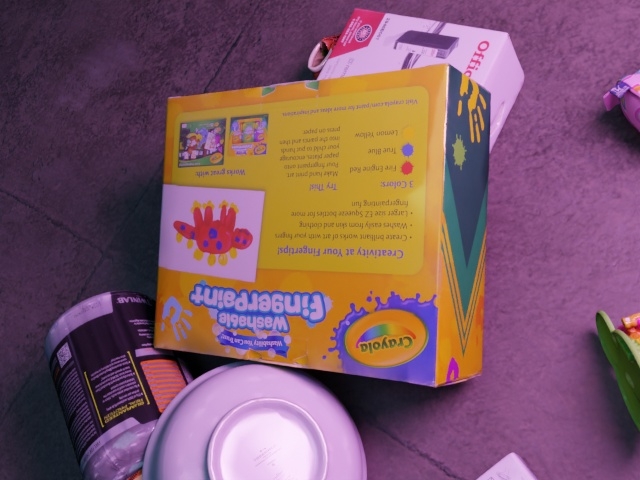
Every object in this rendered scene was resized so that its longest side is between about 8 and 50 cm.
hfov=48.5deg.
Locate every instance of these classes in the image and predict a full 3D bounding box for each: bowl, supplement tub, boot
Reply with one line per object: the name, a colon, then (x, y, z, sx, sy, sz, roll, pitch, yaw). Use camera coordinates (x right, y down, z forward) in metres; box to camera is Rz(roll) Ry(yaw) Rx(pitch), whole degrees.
bowl: (-0.072, 0.276, 0.871, 0.297, 0.134, 0.298, 4, 64, -9)
supplement tub: (-0.276, 0.246, 1.049, 0.193, 0.193, 0.316, -38, 55, 8)
boot: (0.038, -0.329, 1.204, 0.059, 0.084, 0.158, 28, 82, 36)

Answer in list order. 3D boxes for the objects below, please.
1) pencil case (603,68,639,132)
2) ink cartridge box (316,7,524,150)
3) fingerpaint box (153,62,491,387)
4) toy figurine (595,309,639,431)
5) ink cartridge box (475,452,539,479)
pencil case: (0.505, -0.236, 0.888, 0.284, 0.124, 0.124, -38, 56, 10)
ink cartridge box: (0.139, -0.225, 1.082, 0.272, 0.114, 0.197, 22, 80, 33)
fingerpaint box: (-0.007, -0.017, 0.970, 0.444, 0.163, 0.371, 0, 87, 33)
toy figurine: (0.419, 0.128, 0.796, 0.159, 0.130, 0.173, -16, 36, 6)
ink cartridge box: (0.152, 0.416, 0.820, 0.332, 0.065, 0.165, -40, 56, 6)
